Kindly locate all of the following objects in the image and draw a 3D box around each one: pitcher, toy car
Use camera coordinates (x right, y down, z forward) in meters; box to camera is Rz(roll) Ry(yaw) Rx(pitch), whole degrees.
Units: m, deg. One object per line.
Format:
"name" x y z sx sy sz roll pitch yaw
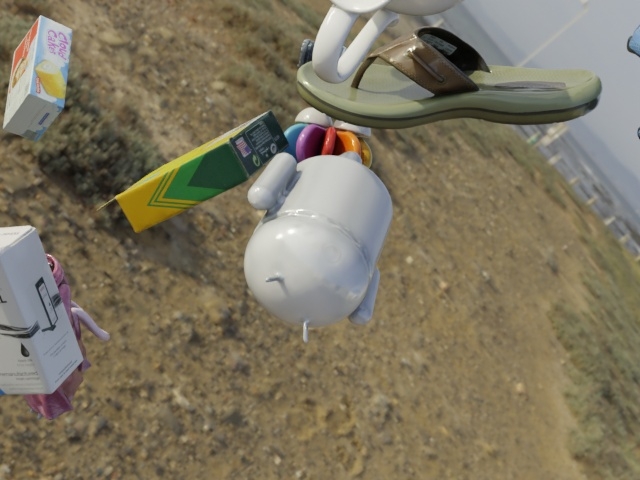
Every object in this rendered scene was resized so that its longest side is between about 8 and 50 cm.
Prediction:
"pitcher" 0.062 -0.223 0.684 0.125 0.177 0.207 30 28 12
"toy car" 0.002 -0.172 1.584 0.182 0.159 0.136 13 3 21

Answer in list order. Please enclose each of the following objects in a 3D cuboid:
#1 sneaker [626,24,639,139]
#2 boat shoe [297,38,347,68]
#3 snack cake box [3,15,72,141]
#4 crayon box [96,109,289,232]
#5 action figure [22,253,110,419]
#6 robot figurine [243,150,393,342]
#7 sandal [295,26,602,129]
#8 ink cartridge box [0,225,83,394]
"sneaker" 0.421 -0.110 0.845 0.130 0.147 0.330 0 62 -39
"boat shoe" 0.002 -0.317 1.580 0.083 0.065 0.183 18 -25 6
"snack cake box" -0.682 -0.392 2.006 0.089 0.152 0.264 20 49 -34
"crayon box" -0.234 -0.119 1.533 0.081 0.319 0.202 61 28 -13
"action figure" -0.464 0.134 1.430 0.248 0.370 0.276 33 47 21
"robot figurine" 0.000 0.000 1.337 0.300 0.200 0.353 49 37 -19
"sandal" 0.125 -0.172 0.834 0.120 0.303 0.086 -72 160 -56
"ink cartridge box" -0.417 0.093 1.072 0.086 0.148 0.203 -58 139 -59
